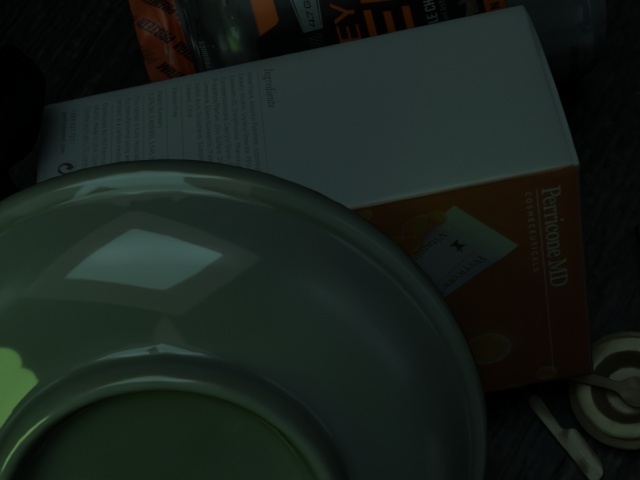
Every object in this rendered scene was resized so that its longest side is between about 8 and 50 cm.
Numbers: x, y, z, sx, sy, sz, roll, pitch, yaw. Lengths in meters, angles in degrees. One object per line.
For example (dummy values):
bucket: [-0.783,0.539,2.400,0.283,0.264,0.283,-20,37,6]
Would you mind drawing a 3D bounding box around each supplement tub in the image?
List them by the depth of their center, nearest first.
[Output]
supplement tub: [0.033,-0.186,1.053,0.338,0.207,0.207,-16,64,2]

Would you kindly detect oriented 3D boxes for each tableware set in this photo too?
tableware set: [0.250,0.143,0.947,0.128,0.039,0.194,-38,65,3]

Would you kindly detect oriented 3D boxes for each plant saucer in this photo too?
plant saucer: [-0.091,0.152,0.833,0.400,0.400,0.100,-11,23,4]

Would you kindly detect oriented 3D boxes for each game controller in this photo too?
game controller: [-0.258,-0.010,0.975,0.067,0.319,0.166,9,65,-20]

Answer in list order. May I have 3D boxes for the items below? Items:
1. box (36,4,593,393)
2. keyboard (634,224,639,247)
box: [0.000,0.000,0.948,0.345,0.215,0.168,-12,45,4]
keyboard: [0.399,-0.013,1.014,0.317,0.033,0.201,-6,65,5]
